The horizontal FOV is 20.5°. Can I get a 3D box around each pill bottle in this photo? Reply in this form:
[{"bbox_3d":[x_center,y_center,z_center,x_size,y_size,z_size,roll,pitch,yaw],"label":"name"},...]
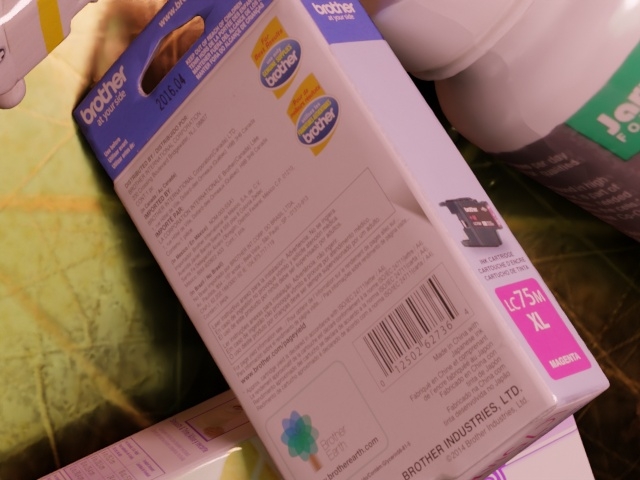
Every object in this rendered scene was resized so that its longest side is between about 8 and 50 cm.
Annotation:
[{"bbox_3d":[0.197,-0.110,1.047,0.361,0.204,0.204,28,88,-22],"label":"pill bottle"}]

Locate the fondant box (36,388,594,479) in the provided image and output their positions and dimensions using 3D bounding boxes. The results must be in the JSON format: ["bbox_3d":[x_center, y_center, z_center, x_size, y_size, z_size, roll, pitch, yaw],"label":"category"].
[{"bbox_3d":[0.009,0.200,1.083,0.330,0.096,0.238,-25,106,-17],"label":"fondant box"}]

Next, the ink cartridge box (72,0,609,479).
[{"bbox_3d":[0.000,0.000,0.957,0.065,0.186,0.311,-16,68,-50],"label":"ink cartridge box"}]

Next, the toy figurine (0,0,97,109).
[{"bbox_3d":[-0.236,-0.140,0.875,0.148,0.213,0.209,-46,116,-22],"label":"toy figurine"}]
